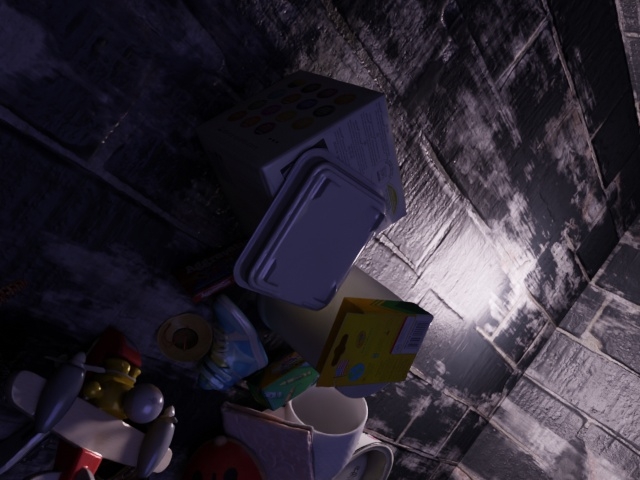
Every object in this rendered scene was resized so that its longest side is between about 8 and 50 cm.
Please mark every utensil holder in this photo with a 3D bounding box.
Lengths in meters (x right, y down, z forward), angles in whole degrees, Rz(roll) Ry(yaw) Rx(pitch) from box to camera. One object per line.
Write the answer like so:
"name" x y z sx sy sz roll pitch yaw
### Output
"utensil holder" 0.048 0.227 1.521 0.328 0.385 0.327 -20 126 -30

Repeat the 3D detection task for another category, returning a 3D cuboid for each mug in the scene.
"mug" -0.055 0.675 1.804 0.375 0.276 0.327 8 120 -10

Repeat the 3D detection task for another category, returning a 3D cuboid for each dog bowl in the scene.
"dog bowl" 0.104 0.967 2.152 0.408 0.150 0.407 -19 124 -30

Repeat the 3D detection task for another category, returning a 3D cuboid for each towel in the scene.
"towel" -0.167 0.685 1.685 0.053 0.317 0.331 -54 148 -54

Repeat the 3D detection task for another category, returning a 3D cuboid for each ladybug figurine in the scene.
"ladybug figurine" -0.306 0.844 1.614 0.306 0.162 0.448 -8 88 4

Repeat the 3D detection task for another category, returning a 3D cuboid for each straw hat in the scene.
"straw hat" -0.373 0.272 1.423 0.145 0.144 0.061 -29 167 -24

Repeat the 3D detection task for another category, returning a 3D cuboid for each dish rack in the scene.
"dish rack" 0.000 0.000 1.103 0.286 0.072 0.332 26 99 -45

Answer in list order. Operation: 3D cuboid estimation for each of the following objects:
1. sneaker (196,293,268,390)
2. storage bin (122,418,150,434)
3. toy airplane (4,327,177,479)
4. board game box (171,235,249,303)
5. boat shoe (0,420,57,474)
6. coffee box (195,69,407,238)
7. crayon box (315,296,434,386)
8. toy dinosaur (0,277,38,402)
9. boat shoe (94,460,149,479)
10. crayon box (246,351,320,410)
"sneaker" -0.284 0.314 1.481 0.208 0.127 0.318 -35 131 -21
"storage bin" -0.558 0.487 1.383 0.180 0.084 0.121 -4 117 -37
"toy airplane" -0.481 0.406 1.151 0.273 0.386 0.384 -18 90 12
"board game box" -0.236 0.058 1.361 0.281 0.145 0.027 -28 126 -25
"boat shoe" -0.717 0.505 1.274 0.228 0.080 0.076 -43 132 -23
"coffee box" -0.038 -0.168 1.259 0.334 0.338 0.338 -35 131 -19
"crayon box" 0.120 0.247 1.263 0.319 0.081 0.202 11 106 -43
"toy dinosaur" -0.724 0.220 1.062 0.322 0.164 0.218 -40 120 14
"boat shoe" -0.630 0.672 1.424 0.307 0.111 0.104 -16 114 -42
"crayon box" -0.083 0.430 1.671 0.279 0.165 0.081 -27 96 -25
